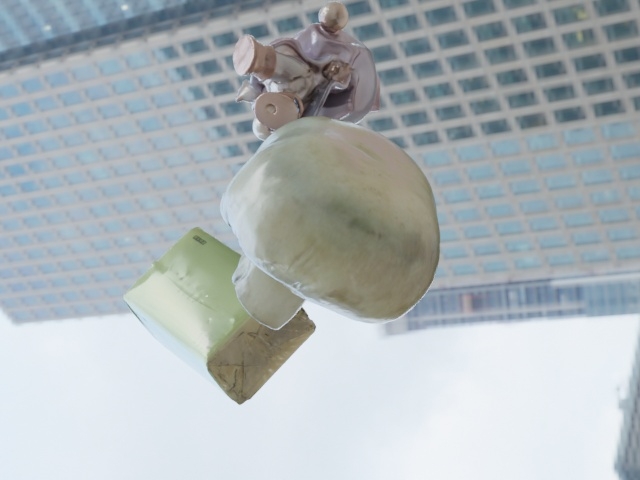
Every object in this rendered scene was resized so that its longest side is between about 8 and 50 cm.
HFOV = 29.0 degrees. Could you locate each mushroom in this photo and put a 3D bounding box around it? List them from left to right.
[{"bbox_3d":[0.000,0.000,1.304,0.260,0.234,0.254,9,-147,-45],"label":"mushroom"}]

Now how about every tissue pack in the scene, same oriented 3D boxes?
[{"bbox_3d":[-0.147,0.102,1.751,0.159,0.234,0.125,-44,-48,-14],"label":"tissue pack"}]

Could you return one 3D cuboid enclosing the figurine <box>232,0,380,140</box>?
[{"bbox_3d":[-0.015,-0.193,1.516,0.200,0.133,0.276,-58,-14,20],"label":"figurine"}]
